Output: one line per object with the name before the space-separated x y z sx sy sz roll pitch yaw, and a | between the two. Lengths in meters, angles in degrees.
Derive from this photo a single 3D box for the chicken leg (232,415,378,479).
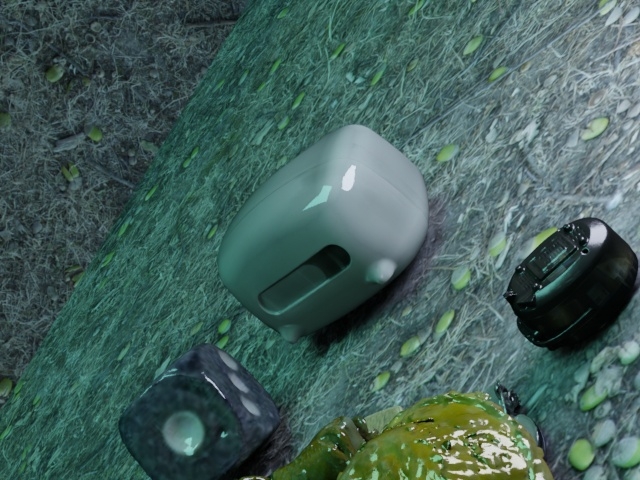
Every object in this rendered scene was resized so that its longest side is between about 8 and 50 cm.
chicken leg | -0.084 0.364 1.796 0.429 0.153 0.201 -37 20 20

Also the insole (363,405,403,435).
insole | 0.028 0.298 1.840 0.248 0.011 0.081 -39 26 31

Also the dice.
dice | -0.183 0.276 2.000 0.181 0.182 0.183 -43 -4 11

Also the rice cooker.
rice cooker | 0.297 0.051 1.566 0.165 0.106 0.112 -41 26 1

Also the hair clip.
hair clip | 0.209 0.245 1.516 0.116 0.049 0.172 -41 31 40

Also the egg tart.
egg tart | 0.107 0.314 1.446 0.341 0.132 0.341 -32 44 37

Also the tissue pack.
tissue pack | 0.000 0.000 2.055 0.333 0.229 0.236 -36 25 35
